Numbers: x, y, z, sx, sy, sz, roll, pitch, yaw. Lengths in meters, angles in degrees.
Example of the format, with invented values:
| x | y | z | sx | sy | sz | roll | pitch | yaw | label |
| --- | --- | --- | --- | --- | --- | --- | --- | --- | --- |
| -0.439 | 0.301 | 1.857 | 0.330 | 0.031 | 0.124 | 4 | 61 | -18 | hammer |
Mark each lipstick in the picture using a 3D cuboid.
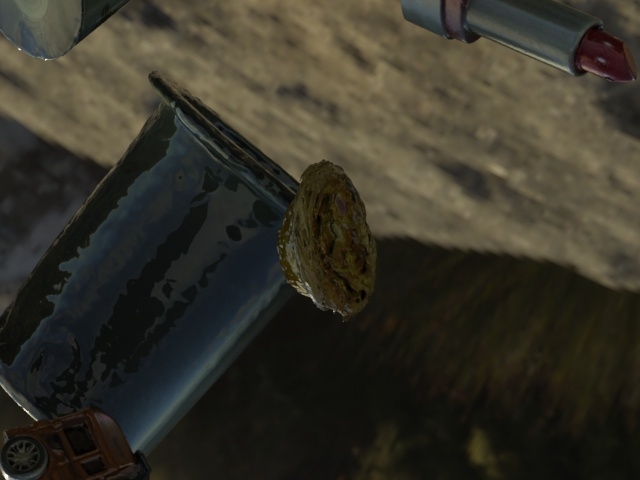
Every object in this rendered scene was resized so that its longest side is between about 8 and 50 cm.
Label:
| x | y | z | sx | sy | sz | roll | pitch | yaw | label |
| --- | --- | --- | --- | --- | --- | --- | --- | --- | --- |
| 0.145 | -0.151 | 1.337 | 0.186 | 0.057 | 0.063 | 28 | 142 | 30 | lipstick |

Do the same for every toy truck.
| x | y | z | sx | sy | sz | roll | pitch | yaw | label |
| --- | --- | --- | --- | --- | --- | --- | --- | --- | --- |
| -0.145 | 0.206 | 1.282 | 0.192 | 0.092 | 0.083 | 61 | 161 | 27 | toy truck |

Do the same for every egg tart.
| x | y | z | sx | sy | sz | roll | pitch | yaw | label |
| --- | --- | --- | --- | --- | --- | --- | --- | --- | --- |
| 0.000 | 0.000 | 1.482 | 0.049 | 0.129 | 0.129 | -9 | 131 | 26 | egg tart |

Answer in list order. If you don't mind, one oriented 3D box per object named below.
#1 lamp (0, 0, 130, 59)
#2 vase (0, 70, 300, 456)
| x | y | z | sx | sy | sz | roll | pitch | yaw | label |
| --- | --- | --- | --- | --- | --- | --- | --- | --- | --- |
| -0.210 | -0.169 | 1.269 | 0.121 | 0.214 | 0.121 | 28 | 134 | 34 | lamp |
| -0.143 | 0.034 | 1.666 | 0.245 | 0.291 | 0.245 | 41 | -175 | -5 | vase |
